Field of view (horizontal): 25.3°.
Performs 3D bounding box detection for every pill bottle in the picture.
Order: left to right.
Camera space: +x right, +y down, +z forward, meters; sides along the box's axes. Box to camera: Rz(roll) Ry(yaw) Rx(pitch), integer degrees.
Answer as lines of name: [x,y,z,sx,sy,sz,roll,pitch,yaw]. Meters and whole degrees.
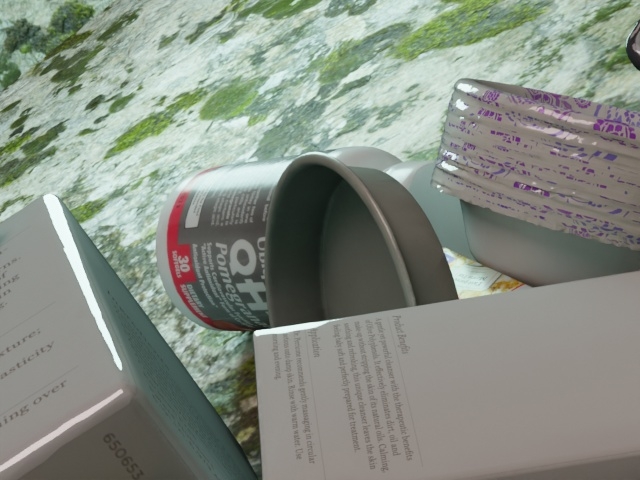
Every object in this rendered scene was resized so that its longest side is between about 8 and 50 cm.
pill bottle: [0.000,0.000,1.398,0.318,0.176,0.176,-5,38,44]

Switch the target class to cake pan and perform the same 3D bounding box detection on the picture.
cake pan: [0.035,0.069,1.167,0.054,0.293,0.293,-11,18,-23]

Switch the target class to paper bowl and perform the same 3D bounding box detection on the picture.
paper bowl: [0.228,-0.030,1.136,0.284,0.284,0.148,30,109,61]

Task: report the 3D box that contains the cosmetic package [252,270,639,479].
cosmetic package: [0.148,0.136,0.897,0.365,0.155,0.197,-7,28,0]

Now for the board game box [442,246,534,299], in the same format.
board game box: [0.162,0.093,1.096,0.045,0.147,0.193,-40,26,-12]

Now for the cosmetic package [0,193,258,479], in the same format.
cosmetic package: [-0.226,0.229,1.097,0.329,0.327,0.394,-34,27,-3]

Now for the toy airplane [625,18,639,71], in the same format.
toy airplane: [0.340,-0.357,1.391,0.272,0.384,0.386,-38,23,15]
